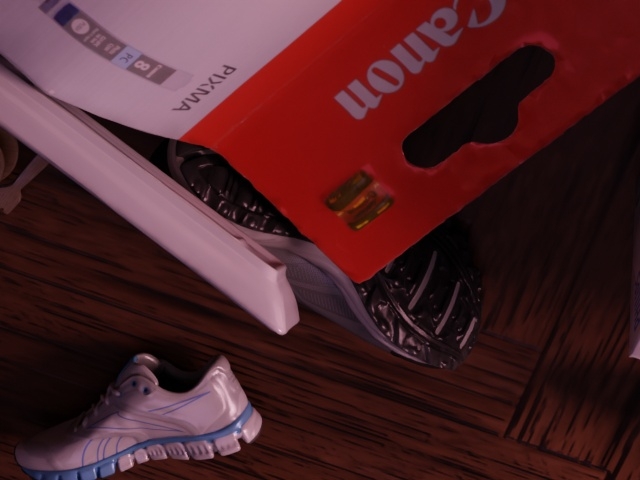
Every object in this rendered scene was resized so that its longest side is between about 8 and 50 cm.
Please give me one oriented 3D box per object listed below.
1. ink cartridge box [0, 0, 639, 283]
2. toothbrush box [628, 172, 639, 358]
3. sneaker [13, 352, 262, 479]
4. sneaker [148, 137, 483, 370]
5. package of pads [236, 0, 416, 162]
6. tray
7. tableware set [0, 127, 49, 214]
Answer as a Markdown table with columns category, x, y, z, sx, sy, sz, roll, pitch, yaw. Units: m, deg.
| category | x | y | z | sx | sy | sz | roll | pitch | yaw |
| --- | --- | --- | --- | --- | --- | --- | --- | --- | --- |
| ink cartridge box | -0.016 | -0.154 | 1.084 | 0.385 | 0.091 | 0.308 | 43 | 121 | -16 |
| toothbrush box | 0.284 | -0.078 | 1.125 | 0.122 | 0.206 | 0.283 | 18 | 123 | -1 |
| sneaker | -0.144 | 0.126 | 1.428 | 0.191 | 0.071 | 0.083 | -14 | 112 | 10 |
| sneaker | 0.000 | -0.001 | 1.309 | 0.271 | 0.100 | 0.108 | 35 | 156 | -20 |
| package of pads | -0.068 | -0.198 | 1.180 | 0.297 | 0.101 | 0.229 | 16 | 124 | 0 |
| tray | -0.118 | -0.037 | 1.166 | 0.270 | 0.145 | 0.030 | 37 | 94 | 2 |
| tableware set | -0.283 | -0.031 | 1.336 | 0.128 | 0.039 | 0.194 | 30 | 133 | -19 |
